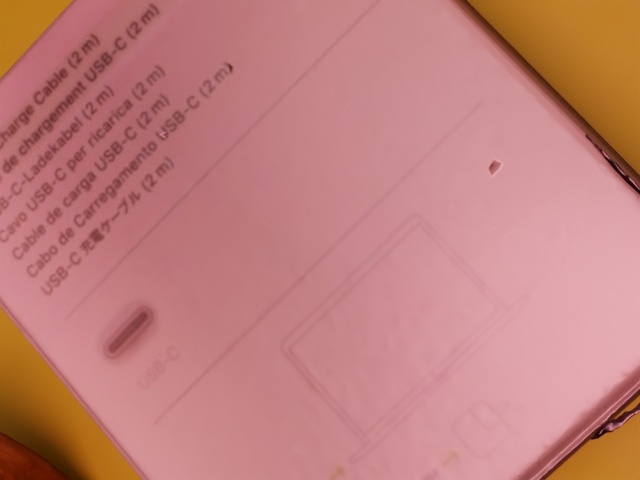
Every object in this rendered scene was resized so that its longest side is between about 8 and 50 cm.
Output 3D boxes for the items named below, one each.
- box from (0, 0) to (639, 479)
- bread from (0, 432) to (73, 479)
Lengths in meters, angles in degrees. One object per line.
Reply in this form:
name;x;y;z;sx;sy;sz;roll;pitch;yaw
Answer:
box;0.000;0.000;0.561;0.203;0.106;0.251;-45;77;12
bread;-0.158;0.162;0.568;0.143;0.149;0.158;-35;42;11
